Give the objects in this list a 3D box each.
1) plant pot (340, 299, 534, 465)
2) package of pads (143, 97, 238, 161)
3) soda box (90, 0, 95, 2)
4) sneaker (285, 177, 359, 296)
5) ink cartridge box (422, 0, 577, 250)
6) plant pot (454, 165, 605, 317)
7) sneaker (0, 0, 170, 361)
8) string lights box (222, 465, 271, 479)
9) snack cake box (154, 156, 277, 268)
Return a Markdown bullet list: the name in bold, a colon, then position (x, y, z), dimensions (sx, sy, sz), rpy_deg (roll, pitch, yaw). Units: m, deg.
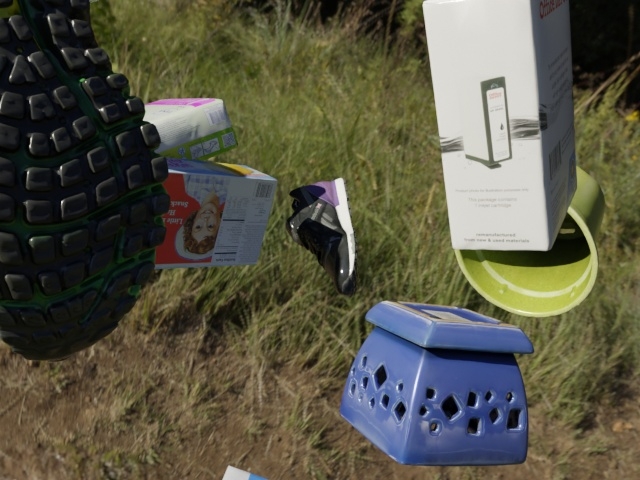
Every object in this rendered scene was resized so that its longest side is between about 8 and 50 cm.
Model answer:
- **plant pot**: position (0.190, 0.218, 1.173), dimensions (0.235, 0.236, 0.212), rpy_deg (8, 93, -23)
- **package of pads**: position (-0.319, -0.179, 1.303), dimensions (0.229, 0.296, 0.101), rpy_deg (-26, 112, -29)
- **soda box**: position (-0.559, -0.495, 1.423), dimensions (0.286, 0.091, 0.098), rpy_deg (-9, 53, 21)
- **sneaker**: position (0.000, 0.000, 1.351), dimensions (0.124, 0.107, 0.283), rpy_deg (-6, 41, -3)
- **ink cartridge box**: position (0.158, -0.112, 0.610), dimensions (0.085, 0.203, 0.148), rpy_deg (1, 23, 29)
- **plant pot**: position (0.444, -0.029, 1.453), dimensions (0.276, 0.276, 0.254), rpy_deg (44, 44, 8)
- **sneaker**: position (-0.200, -0.089, 0.496), dimensions (0.134, 0.146, 0.344), rpy_deg (-5, 80, -38)
- **string lights box**: position (-0.031, 0.425, 1.005), dimensions (0.259, 0.133, 0.077), rpy_deg (19, 17, 1)
- **snack cake box**: position (-0.201, -0.042, 1.130), dimensions (0.089, 0.152, 0.264), rpy_deg (26, 17, 37)
